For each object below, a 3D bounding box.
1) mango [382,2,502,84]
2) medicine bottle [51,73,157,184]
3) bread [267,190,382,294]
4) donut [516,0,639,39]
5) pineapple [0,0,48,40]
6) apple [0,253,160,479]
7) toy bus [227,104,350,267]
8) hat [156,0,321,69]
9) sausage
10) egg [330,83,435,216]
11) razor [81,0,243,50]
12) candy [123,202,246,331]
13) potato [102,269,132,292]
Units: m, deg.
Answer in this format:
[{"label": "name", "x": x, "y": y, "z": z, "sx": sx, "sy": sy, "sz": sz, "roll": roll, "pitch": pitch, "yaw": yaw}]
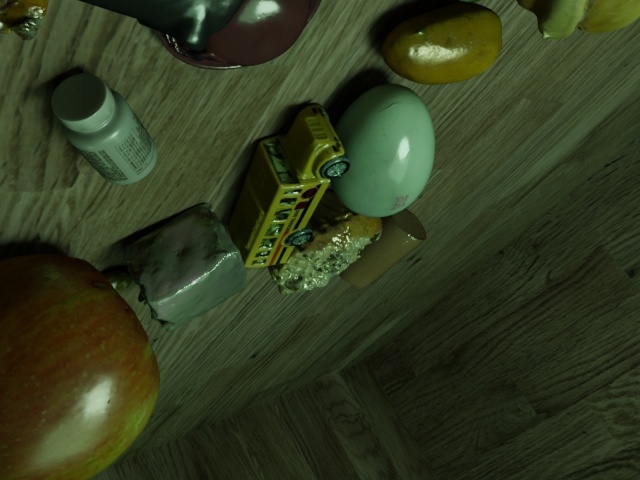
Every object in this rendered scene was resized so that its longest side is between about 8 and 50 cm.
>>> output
[{"label": "mango", "x": 0.188, "y": -0.299, "z": 0.886, "sx": 0.228, "sy": 0.109, "sz": 0.147, "roll": -14, "pitch": 177, "yaw": -40}, {"label": "medicine bottle", "x": -0.252, "y": -0.128, "z": 0.684, "sx": 0.079, "sy": 0.079, "sz": 0.140, "roll": -30, "pitch": 160, "yaw": -6}, {"label": "bread", "x": 0.000, "y": 0.000, "z": 1.242, "sx": 0.274, "sy": 0.149, "sz": 0.274, "roll": -30, "pitch": 166, "yaw": -9}, {"label": "donut", "x": 0.354, "y": -0.411, "z": 0.607, "sx": 0.448, "sy": 0.198, "sz": 0.449, "roll": -52, "pitch": 167, "yaw": -17}, {"label": "pineapple", "x": -0.271, "y": -0.215, "z": 0.452, "sx": 0.069, "sy": 0.137, "sz": 0.116, "roll": -39, "pitch": -159, "yaw": 26}, {"label": "apple", "x": -0.412, "y": 0.193, "z": 0.840, "sx": 0.340, "sy": 0.339, "sz": 0.339, "roll": -28, "pitch": 159, "yaw": -12}, {"label": "toy bus", "x": -0.066, "y": -0.081, "z": 1.007, "sx": 0.123, "sy": 0.121, "sz": 0.335, "roll": -11, "pitch": 153, "yaw": -27}, {"label": "hat", "x": -0.076, "y": -0.253, "z": 0.638, "sx": 0.206, "sy": 0.089, "sz": 0.205, "roll": -27, "pitch": 159, "yaw": -11}, {"label": "sausage", "x": 0.150, "y": 0.027, "z": 1.553, "sx": 0.253, "sy": 0.123, "sz": 0.123, "roll": -43, "pitch": 157, "yaw": 28}, {"label": "egg", "x": 0.104, "y": -0.150, "z": 0.995, "sx": 0.183, "sy": 0.182, "sz": 0.264, "roll": -23, "pitch": 151, "yaw": -22}, {"label": "razor", "x": -0.172, "y": -0.267, "z": 0.380, "sx": 0.349, "sy": 0.114, "sz": 0.204, "roll": 3, "pitch": 115, "yaw": -59}, {"label": "candy", "x": -0.234, "y": 0.053, "z": 1.033, "sx": 0.195, "sy": 0.137, "sz": 0.184, "roll": -32, "pitch": 160, "yaw": -19}, {"label": "potato", "x": -0.373, "y": 0.077, "z": 1.028, "sx": 0.092, "sy": 0.045, "sz": 0.046, "roll": -27, "pitch": 143, "yaw": -36}]
